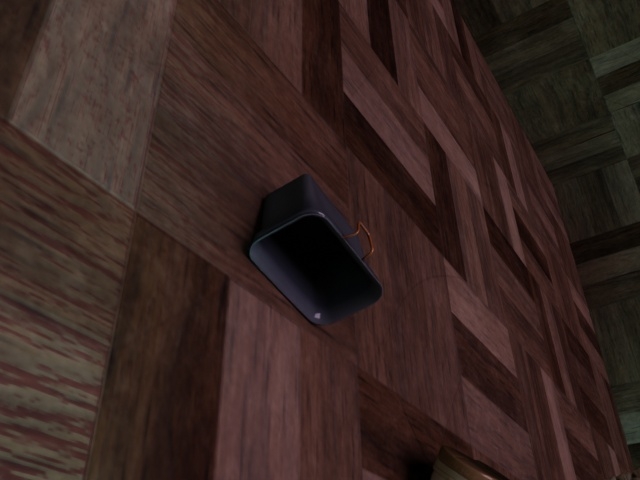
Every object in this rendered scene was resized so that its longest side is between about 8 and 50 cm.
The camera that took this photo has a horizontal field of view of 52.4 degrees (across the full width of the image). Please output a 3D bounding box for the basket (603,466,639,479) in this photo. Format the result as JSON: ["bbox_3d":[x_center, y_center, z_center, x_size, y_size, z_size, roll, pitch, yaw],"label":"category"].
[{"bbox_3d":[0.512,0.557,0.955,0.328,0.266,0.332,-45,113,-77],"label":"basket"}]

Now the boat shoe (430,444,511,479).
[{"bbox_3d":[0.208,0.337,0.802,0.302,0.109,0.098,39,78,-47],"label":"boat shoe"}]

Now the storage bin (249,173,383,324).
[{"bbox_3d":[0.000,0.000,0.648,0.135,0.098,0.091,49,22,-35],"label":"storage bin"}]
